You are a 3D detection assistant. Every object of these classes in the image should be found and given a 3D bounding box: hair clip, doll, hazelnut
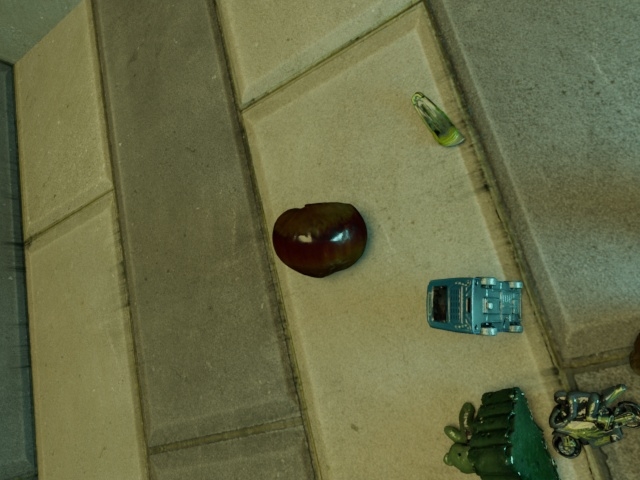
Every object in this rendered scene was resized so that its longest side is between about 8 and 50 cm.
[{"bbox_3d":[0.293,-0.307,1.192,0.060,0.033,0.188,-40,67,22],"label":"hair clip"},{"bbox_3d":[0.332,0.443,1.040,0.115,0.077,0.150,9,76,21],"label":"doll"},{"bbox_3d":[0.000,0.000,1.234,0.252,0.217,0.217,-13,75,5],"label":"hazelnut"}]

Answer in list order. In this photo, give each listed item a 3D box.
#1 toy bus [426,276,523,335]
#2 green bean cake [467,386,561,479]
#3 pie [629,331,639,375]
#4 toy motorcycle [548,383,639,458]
[{"bbox_3d":[0.332,0.137,0.984,0.134,0.246,0.113,-4,81,42],"label":"toy bus"},{"bbox_3d":[0.409,0.440,0.962,0.208,0.193,0.107,48,130,-10],"label":"green bean cake"},{"bbox_3d":[0.640,0.174,0.828,0.046,0.195,0.195,38,103,6],"label":"pie"},{"bbox_3d":[0.532,0.350,0.936,0.193,0.061,0.124,-44,70,27],"label":"toy motorcycle"}]
